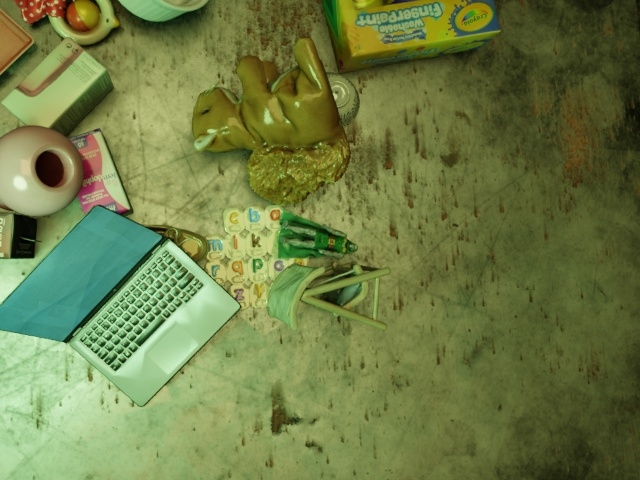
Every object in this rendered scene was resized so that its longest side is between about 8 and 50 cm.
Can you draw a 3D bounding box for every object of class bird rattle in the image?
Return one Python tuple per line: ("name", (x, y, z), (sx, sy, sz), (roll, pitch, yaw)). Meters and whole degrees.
("bird rattle", (-0.634, -0.603, 1.620), (0.254, 0.143, 0.206), (-31, 110, -8))

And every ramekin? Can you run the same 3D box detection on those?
("ramekin", (-0.416, -0.697, 1.604), (0.277, 0.135, 0.277), (12, 73, -45))

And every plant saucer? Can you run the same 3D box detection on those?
("plant saucer", (-0.907, -0.500, 1.594), (0.259, 0.048, 0.258), (42, 80, -7))

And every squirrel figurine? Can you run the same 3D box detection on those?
("squirrel figurine", (-0.131, -0.269, 1.610), (0.371, 0.281, 0.396), (-18, 99, 6))

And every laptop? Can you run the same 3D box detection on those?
("laptop", (-0.474, 0.178, 1.510), (0.408, 0.236, 0.382), (44, 95, -7))

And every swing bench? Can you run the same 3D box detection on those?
("swing bench", (0.012, 0.136, 1.625), (0.255, 0.253, 0.165), (3, 90, -18))

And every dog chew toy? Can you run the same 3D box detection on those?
("dog chew toy", (-0.711, -0.159, 1.495), (0.207, 0.332, 0.206), (-1, 91, -50))

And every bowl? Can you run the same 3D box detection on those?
("bowl", (0.036, -0.399, 1.762), (0.170, 0.080, 0.170), (1, 86, -11))

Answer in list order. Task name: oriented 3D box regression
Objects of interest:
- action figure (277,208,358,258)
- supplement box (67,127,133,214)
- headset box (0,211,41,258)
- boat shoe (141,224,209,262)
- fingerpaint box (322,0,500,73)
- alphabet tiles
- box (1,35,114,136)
("action figure", (0.000, 0.000, 1.732), (0.232, 0.063, 0.137), (11, 79, -25))
("supplement box", (-0.571, -0.158, 1.612), (0.111, 0.114, 0.220), (-22, 93, -13))
("headset box", (-0.824, -0.014, 1.498), (0.293, 0.218, 0.110), (3, 88, -12))
("boat shoe", (-0.434, 0.009, 1.637), (0.285, 0.089, 0.104), (5, 85, -9))
("fingerpaint box", (0.237, -0.704, 1.776), (0.445, 0.163, 0.370), (-12, 89, -12))
("alphabet tiles", (-0.173, 0.045, 1.726), (0.284, 0.021, 0.277), (-5, 88, -11))
("box", (-0.653, -0.368, 1.587), (0.127, 0.148, 0.232), (42, 80, -6))
